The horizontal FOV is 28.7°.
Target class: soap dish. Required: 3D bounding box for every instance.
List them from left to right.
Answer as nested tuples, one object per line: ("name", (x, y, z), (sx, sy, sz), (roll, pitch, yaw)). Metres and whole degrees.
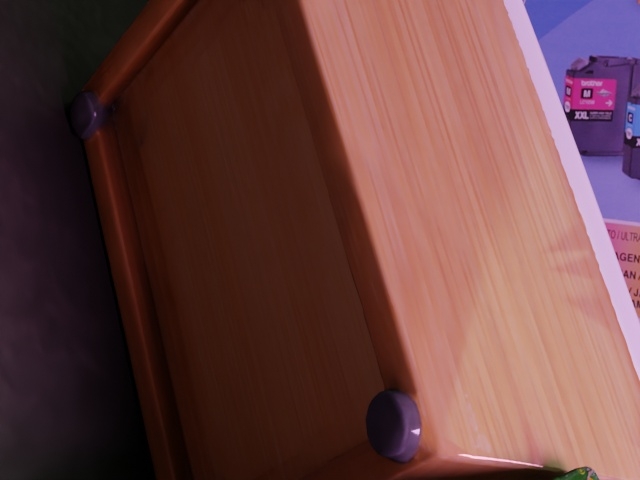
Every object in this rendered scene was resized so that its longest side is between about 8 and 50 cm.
("soap dish", (0.000, 0.000, 0.533), (0.118, 0.229, 0.291), (-1, 66, -37))

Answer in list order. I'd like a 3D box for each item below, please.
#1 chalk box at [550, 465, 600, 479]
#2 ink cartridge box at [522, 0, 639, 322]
("chalk box", (0.026, 0.193, 0.413), (0.132, 0.213, 0.132), (-17, 67, -38))
("ink cartridge box", (0.167, -0.158, 0.680), (0.151, 0.270, 0.395), (-37, 131, -61))
